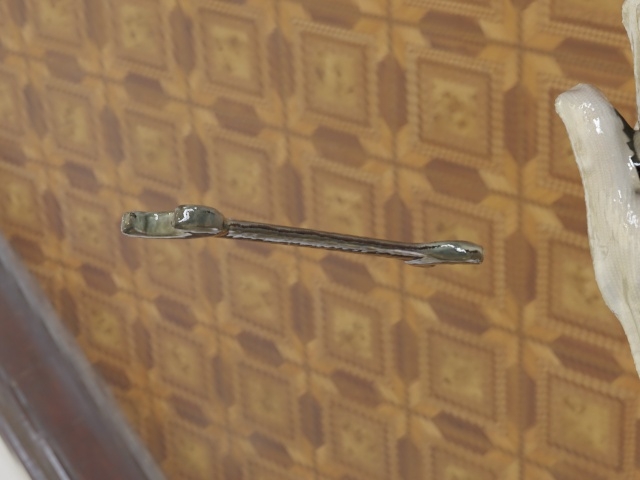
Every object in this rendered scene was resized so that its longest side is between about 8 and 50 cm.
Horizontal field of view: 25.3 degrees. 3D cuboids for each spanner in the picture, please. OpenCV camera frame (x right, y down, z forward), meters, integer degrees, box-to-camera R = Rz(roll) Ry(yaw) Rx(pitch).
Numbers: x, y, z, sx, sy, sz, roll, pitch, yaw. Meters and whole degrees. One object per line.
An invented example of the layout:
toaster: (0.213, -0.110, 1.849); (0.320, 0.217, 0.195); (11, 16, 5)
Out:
spanner: (0.000, 0.000, 0.818); (0.054, 0.254, 0.015); (-10, 77, 47)

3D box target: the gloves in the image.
gloves: (0.185, -0.014, 0.715); (0.119, 0.097, 0.229); (-8, 98, 21)
